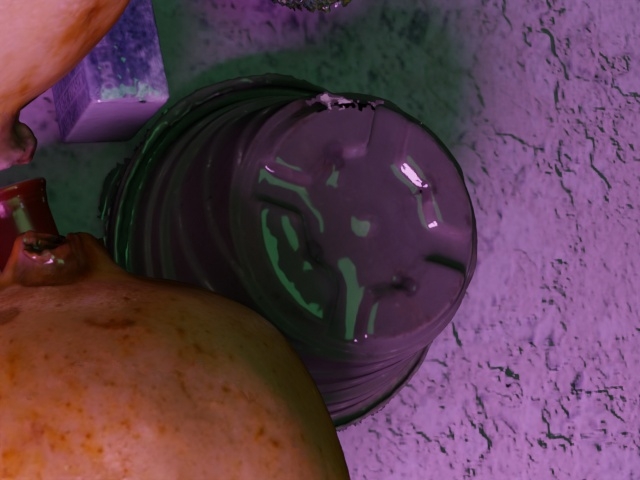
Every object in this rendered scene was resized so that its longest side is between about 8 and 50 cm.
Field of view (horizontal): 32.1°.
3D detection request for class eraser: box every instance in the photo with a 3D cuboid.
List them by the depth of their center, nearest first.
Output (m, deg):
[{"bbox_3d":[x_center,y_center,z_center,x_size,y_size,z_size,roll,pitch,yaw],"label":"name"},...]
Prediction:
[{"bbox_3d":[-0.138,-0.167,0.638,0.046,0.092,0.212,-9,84,-25],"label":"eraser"}]

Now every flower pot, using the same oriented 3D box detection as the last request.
[{"bbox_3d":[0.000,0.000,0.647,0.235,0.140,0.235,6,76,-25],"label":"flower pot"}]

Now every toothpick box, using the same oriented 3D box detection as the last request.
[{"bbox_3d":[-0.161,0.011,0.620,0.047,0.047,0.083,-22,92,-27],"label":"toothpick box"}]

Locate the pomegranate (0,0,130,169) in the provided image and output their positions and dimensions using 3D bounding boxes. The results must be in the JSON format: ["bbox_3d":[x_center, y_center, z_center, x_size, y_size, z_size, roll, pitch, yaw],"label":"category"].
[{"bbox_3d":[-0.219,-0.160,0.467,0.332,0.332,0.332,5,79,-25],"label":"pomegranate"}]

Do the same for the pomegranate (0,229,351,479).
[{"bbox_3d":[-0.109,0.126,0.505,0.264,0.264,0.264,5,79,-25],"label":"pomegranate"}]

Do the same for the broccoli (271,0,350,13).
[{"bbox_3d":[-0.001,-0.231,0.678,0.156,0.195,0.195,-21,90,-47],"label":"broccoli"}]
